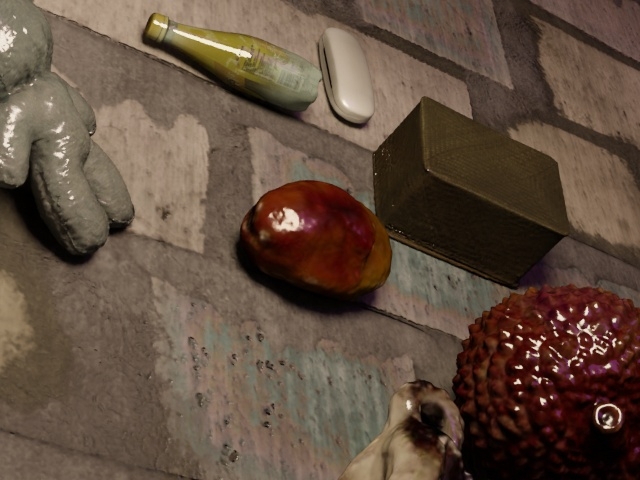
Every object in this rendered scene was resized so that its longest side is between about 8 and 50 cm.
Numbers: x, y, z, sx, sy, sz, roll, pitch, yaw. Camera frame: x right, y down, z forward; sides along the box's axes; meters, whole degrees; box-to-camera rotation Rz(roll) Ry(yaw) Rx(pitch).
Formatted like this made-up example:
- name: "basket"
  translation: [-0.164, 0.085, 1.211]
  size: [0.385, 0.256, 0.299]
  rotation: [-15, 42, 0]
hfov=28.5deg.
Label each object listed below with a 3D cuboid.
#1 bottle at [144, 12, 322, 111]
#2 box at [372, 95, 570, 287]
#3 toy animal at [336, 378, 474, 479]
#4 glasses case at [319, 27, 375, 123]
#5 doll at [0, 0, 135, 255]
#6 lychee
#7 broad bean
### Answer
- name: "bottle"
  translation: [-0.129, -0.267, 1.842]
  size: [0.269, 0.083, 0.083]
  rotation: [20, 43, -20]
- name: "box"
  translation: [0.229, -0.071, 1.925]
  size: [0.273, 0.143, 0.184]
  rotation: [23, 42, -23]
- name: "toy animal"
  translation: [0.166, 0.340, 1.445]
  size: [0.344, 0.194, 0.303]
  rotation: [44, 43, -9]
- name: "glasses case"
  translation: [0.042, -0.265, 2.014]
  size: [0.074, 0.049, 0.193]
  rotation: [16, 45, -31]
- name: "doll"
  translation: [-0.358, -0.133, 1.487]
  size: [0.340, 0.158, 0.246]
  rotation: [64, 27, -21]
- name: "lychee"
  translation: [0.314, 0.194, 1.625]
  size: [0.306, 0.306, 0.330]
  rotation: [28, 6, -19]
- name: "broad bean"
  translation: [0.002, 0.000, 1.674]
  size: [0.228, 0.122, 0.156]
  rotation: [15, 44, -27]
